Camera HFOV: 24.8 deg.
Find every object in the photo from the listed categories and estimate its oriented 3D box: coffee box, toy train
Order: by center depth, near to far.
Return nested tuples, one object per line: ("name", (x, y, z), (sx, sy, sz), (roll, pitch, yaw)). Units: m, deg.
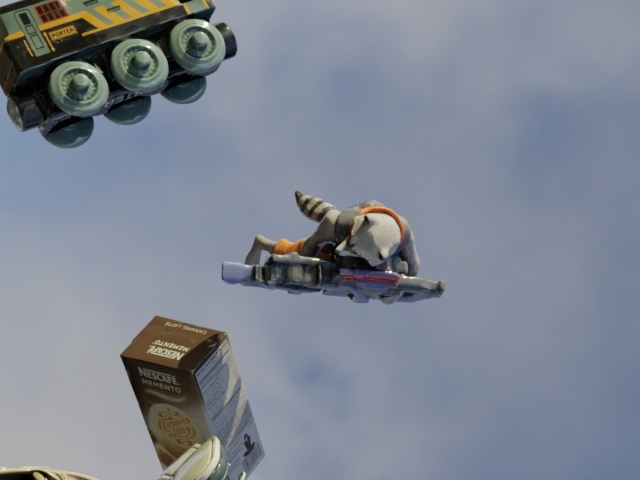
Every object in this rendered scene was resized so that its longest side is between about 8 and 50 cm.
("toy train", (-0.276, -0.254, 1.910), (0.190, 0.334, 0.142), (61, -27, 10))
("coffee box", (-0.188, 0.246, 2.164), (0.141, 0.246, 0.098), (9, -140, 32))

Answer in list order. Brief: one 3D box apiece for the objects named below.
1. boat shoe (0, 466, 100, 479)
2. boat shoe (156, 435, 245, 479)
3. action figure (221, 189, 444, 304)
("boat shoe", (-0.449, 0.410, 2.306), (0.098, 0.302, 0.109), (-25, -120, 49))
("boat shoe", (-0.147, 0.306, 1.809), (0.095, 0.079, 0.254), (-45, -177, -20))
("action figure", (0.000, 0.000, 2.152), (0.330, 0.341, 0.178), (-4, -99, 64))
